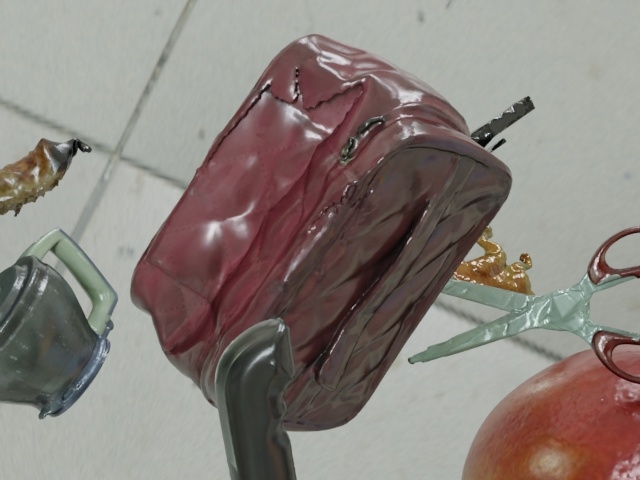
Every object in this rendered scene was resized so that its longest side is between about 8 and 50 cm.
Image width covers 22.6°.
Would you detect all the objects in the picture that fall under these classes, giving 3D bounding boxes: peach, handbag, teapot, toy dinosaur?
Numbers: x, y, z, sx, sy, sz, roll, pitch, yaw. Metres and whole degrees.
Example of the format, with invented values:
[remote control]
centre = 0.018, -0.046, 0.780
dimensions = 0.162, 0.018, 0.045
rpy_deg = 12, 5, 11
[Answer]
[peach]
centre = 0.320, 0.256, 1.580
dimensions = 0.370, 0.370, 0.370
rpy_deg = 2, 75, -9
[handbag]
centre = 0.000, 0.000, 0.945
dimensions = 0.135, 0.146, 0.225
rpy_deg = 46, 107, 34
[teapot]
centre = -0.123, 0.039, 0.707
dimensions = 0.057, 0.066, 0.088
rpy_deg = 40, 50, -22
[toy dinosaur]
centre = 0.171, 0.045, 1.731
dimensions = 0.212, 0.057, 0.142
rpy_deg = 4, 36, -29

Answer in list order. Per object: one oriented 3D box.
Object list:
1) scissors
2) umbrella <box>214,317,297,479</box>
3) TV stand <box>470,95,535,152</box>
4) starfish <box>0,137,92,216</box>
[scissors]
centre = 0.200, 0.064, 1.450
dimensions = 0.248, 0.017, 0.144
rpy_deg = -3, 87, 4
[umbrella]
centre = -0.010, 0.151, 0.621
dimensions = 0.071, 0.071, 0.248
rpy_deg = -15, 101, -13
[TV stand]
centre = 0.150, -0.093, 1.857
dimensions = 0.249, 0.036, 0.042
rpy_deg = -34, 88, -19
[starfish]
centre = -0.274, -0.062, 0.737
dimensions = 0.303, 0.312, 0.113
rpy_deg = -22, 65, 18
